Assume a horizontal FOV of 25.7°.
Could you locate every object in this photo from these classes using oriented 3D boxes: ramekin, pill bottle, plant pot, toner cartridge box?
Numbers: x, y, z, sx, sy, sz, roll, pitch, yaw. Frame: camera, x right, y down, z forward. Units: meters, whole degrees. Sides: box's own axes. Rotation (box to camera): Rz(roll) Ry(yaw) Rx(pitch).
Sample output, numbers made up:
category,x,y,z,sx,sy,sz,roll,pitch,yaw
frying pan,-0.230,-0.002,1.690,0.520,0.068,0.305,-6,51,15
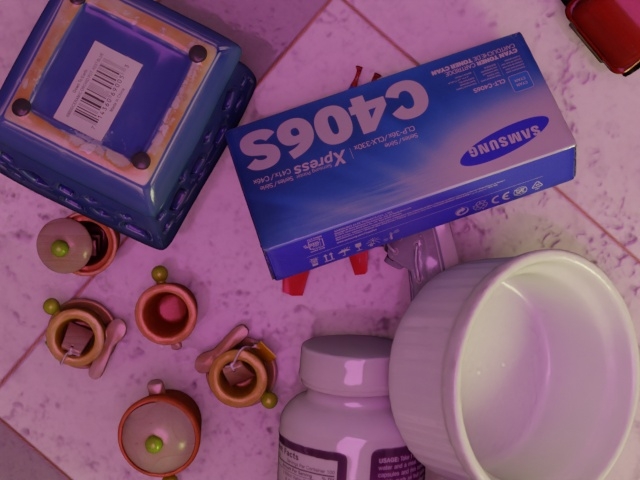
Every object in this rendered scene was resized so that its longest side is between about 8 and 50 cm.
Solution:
category,x,y,z,sx,sy,sz,roll,pitch,yaw
ramekin,0.204,0.147,1.520,0.277,0.135,0.277,0,90,-36
pill bottle,0.035,0.265,1.592,0.169,0.169,0.301,3,98,4
plant pot,-0.218,-0.146,1.504,0.236,0.212,0.236,27,83,-1
toner cartridge box,0.085,-0.093,1.522,0.348,0.075,0.165,-19,61,-2

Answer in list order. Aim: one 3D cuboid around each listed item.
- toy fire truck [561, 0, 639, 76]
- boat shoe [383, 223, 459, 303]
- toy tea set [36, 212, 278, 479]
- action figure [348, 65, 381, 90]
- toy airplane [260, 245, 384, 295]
category,x,y,z,sx,sy,sz,roll,pitch,yaw
toy fire truck,0.381,-0.258,1.451,0.217,0.246,0.158,-39,93,8
boat shoe,0.112,0.015,1.595,0.081,0.079,0.227,-13,100,2
toy tea set,-0.215,0.121,1.611,0.336,0.124,0.200,44,99,-3
action figure,0.033,-0.141,1.606,0.038,0.030,0.115,21,101,-4
toy airplane,0.000,0.000,1.627,0.151,0.028,0.151,1,100,5
